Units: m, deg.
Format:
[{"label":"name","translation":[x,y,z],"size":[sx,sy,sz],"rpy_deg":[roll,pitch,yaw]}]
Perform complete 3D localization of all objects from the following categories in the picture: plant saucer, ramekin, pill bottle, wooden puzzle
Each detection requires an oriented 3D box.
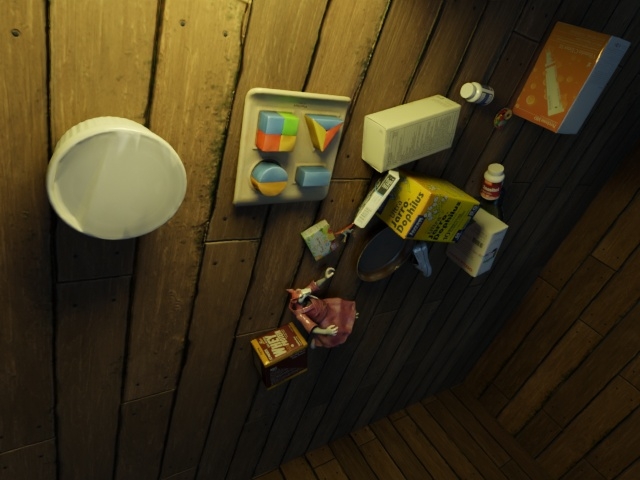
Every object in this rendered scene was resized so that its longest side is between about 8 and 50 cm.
[{"label":"plant saucer","translation":[0.268,0.040,1.715],"size":[0.311,0.050,0.310],"rpy_deg":[-22,138,-21]},{"label":"ramekin","translation":[-0.449,-0.144,0.904],"size":[0.273,0.127,0.272],"rpy_deg":[-23,137,-23]},{"label":"pill bottle","translation":[0.546,-0.515,1.437],"size":[0.120,0.067,0.067],"rpy_deg":[-4,127,-37]},{"label":"pill bottle","translation":[0.769,-0.263,1.831],"size":[0.086,0.086,0.152],"rpy_deg":[-28,138,-17]},{"label":"wooden puzzle","translation":[-0.072,-0.241,1.163],"size":[0.322,0.080,0.347],"rpy_deg":[-8,130,-35]}]

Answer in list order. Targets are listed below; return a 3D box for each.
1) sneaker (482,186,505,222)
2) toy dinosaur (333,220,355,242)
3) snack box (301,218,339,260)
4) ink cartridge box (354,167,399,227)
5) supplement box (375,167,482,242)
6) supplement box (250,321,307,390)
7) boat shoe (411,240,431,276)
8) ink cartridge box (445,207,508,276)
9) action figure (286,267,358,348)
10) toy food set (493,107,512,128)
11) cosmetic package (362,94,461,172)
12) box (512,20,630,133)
[{"label":"sneaker","translation":[0.839,-0.122,1.982],"size":[0.109,0.130,0.286],"rpy_deg":[-15,132,-27]},{"label":"toy dinosaur","translation":[0.084,-0.034,1.526],"size":[0.082,0.047,0.090],"rpy_deg":[9,86,-34]},{"label":"snack box","translation":[0.000,0.000,1.466],"size":[0.100,0.037,0.141],"rpy_deg":[-30,139,-3]},{"label":"ink cartridge box","translation":[0.195,-0.161,1.411],"size":[0.206,0.045,0.208],"rpy_deg":[-56,-178,22]},{"label":"supplement box","translation":[0.413,-0.127,1.574],"size":[0.357,0.195,0.194],"rpy_deg":[3,122,-41]},{"label":"supplement box","translation":[-0.166,0.475,1.688],"size":[0.192,0.129,0.194],"rpy_deg":[-21,136,-24]},{"label":"boat shoe","translation":[0.458,0.092,1.912],"size":[0.076,0.083,0.226],"rpy_deg":[-24,127,-4]},{"label":"ink cartridge box","translation":[0.730,0.002,1.943],"size":[0.117,0.201,0.278],"rpy_deg":[-20,136,-25]},{"label":"action figure","translation":[-0.020,0.270,1.637],"size":[0.276,0.247,0.370],"rpy_deg":[-16,141,38]},{"label":"toy food set","translation":[0.728,-0.490,1.645],"size":[0.083,0.020,0.082],"rpy_deg":[2,123,-41]},{"label":"cosmetic package","translation":[0.295,-0.353,1.341],"size":[0.310,0.113,0.160],"rpy_deg":[-21,136,-23]},{"label":"box","translation":[0.935,-0.608,1.559],"size":[0.168,0.215,0.345],"rpy_deg":[-8,129,-34]}]
